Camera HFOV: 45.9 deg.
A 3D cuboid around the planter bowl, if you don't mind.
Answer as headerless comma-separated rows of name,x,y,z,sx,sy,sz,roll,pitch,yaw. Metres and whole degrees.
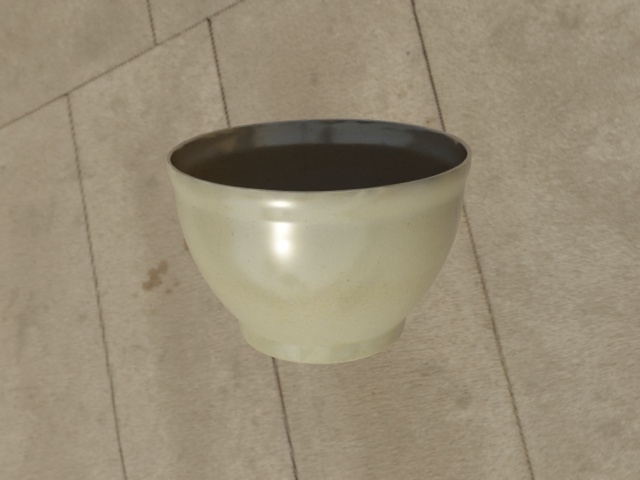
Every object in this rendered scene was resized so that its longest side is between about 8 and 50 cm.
planter bowl,0.000,0.000,0.425,0.162,0.162,0.109,12,115,30
